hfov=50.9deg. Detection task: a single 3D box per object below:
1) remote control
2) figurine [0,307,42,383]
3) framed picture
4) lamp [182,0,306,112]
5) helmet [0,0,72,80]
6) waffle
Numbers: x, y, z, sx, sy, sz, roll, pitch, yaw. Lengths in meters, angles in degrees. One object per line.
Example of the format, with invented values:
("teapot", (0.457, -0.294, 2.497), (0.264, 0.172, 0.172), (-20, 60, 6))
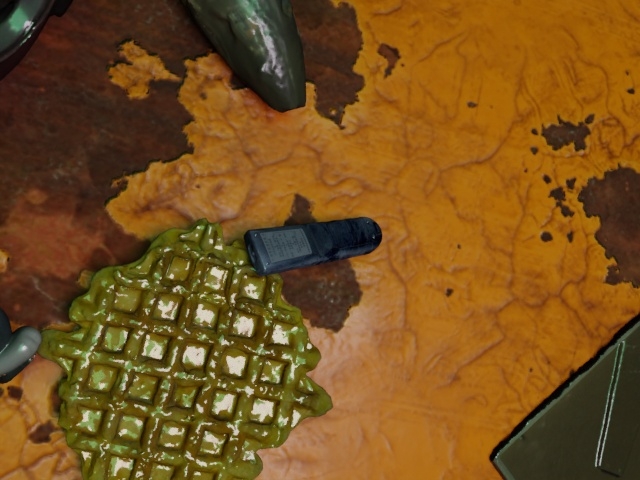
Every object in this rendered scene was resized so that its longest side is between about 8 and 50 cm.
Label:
("remote control", (-0.001, 0.001, 0.644), (0.153, 0.027, 0.043), (-11, 75, -37))
("figurine", (-0.353, 0.037, 0.492), (0.193, 0.140, 0.265), (-38, 102, 23))
("framed picture", (0.332, 0.227, 0.742), (0.265, 0.018, 0.192), (-35, 94, -16))
("lamp", (-0.083, -0.235, 0.639), (0.101, 0.101, 0.250), (-29, 98, -17))
("helmet", (-0.334, -0.231, 0.517), (0.271, 0.197, 0.338), (32, 66, -19))
("waffle", (-0.120, 0.118, 0.607), (0.238, 0.059, 0.243), (-28, 93, -16))
